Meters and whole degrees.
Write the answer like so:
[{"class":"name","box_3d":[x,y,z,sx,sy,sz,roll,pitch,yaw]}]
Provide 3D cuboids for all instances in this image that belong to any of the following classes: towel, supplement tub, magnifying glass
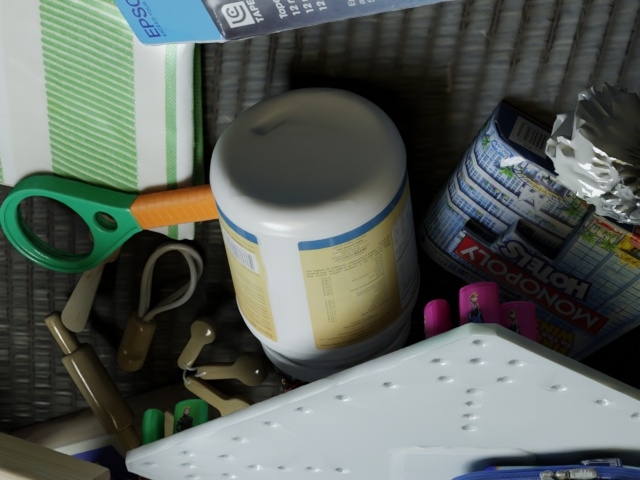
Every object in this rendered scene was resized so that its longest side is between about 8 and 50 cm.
[{"class":"towel","box_3d":[-0.245,-0.133,1.530,0.325,0.038,0.248,17,137,13]},{"class":"supplement tub","box_3d":[0.000,0.000,1.450,0.144,0.144,0.199,10,140,17]},{"class":"magnifying glass","box_3d":[-0.164,-0.021,1.553,0.231,0.026,0.092,-6,127,34]}]

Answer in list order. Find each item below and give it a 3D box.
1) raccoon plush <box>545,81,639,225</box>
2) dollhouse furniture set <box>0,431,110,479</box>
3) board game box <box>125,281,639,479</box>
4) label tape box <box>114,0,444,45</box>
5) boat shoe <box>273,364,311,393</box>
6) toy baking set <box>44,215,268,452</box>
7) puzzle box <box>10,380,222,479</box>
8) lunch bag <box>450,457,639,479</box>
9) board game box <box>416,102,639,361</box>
[{"class":"raccoon plush","box_3d":[0.341,0.078,1.346,0.446,0.216,0.299,36,144,12]},{"class":"dollhouse furniture set","box_3d":[-0.228,0.252,1.630,0.362,0.394,0.256,17,103,15]},{"class":"board game box","box_3d":[0.113,0.163,1.522,0.390,0.050,0.390,25,146,-38]},{"class":"label tape box","box_3d":[-0.006,-0.267,1.209,0.348,0.115,0.249,-6,130,30]},{"class":"boat shoe","box_3d":[-0.010,0.123,1.663,0.049,0.042,0.133,-11,125,37]},{"class":"toy baking set","box_3d":[-0.147,0.090,1.676,0.197,0.030,0.256,-28,100,34]},{"class":"puzzle box","box_3d":[-0.099,0.312,1.890,0.272,0.052,0.409,-18,122,39]},{"class":"lunch bag","box_3d":[0.185,0.247,1.527,0.176,0.090,0.219,-5,153,10]},{"class":"board game box","box_3d":[0.171,0.017,1.451,0.194,0.060,0.194,29,138,-3]}]
